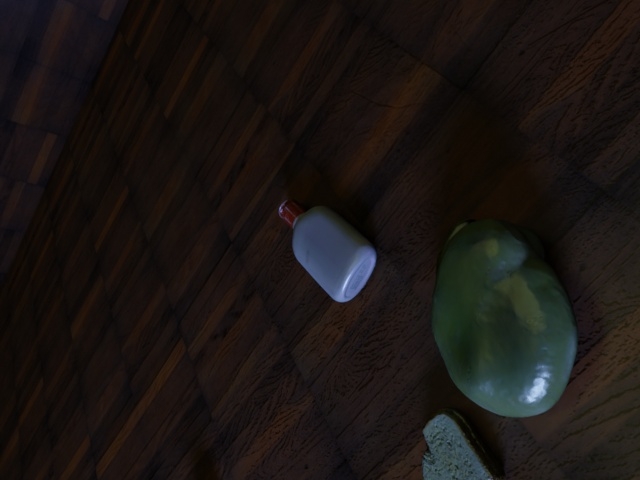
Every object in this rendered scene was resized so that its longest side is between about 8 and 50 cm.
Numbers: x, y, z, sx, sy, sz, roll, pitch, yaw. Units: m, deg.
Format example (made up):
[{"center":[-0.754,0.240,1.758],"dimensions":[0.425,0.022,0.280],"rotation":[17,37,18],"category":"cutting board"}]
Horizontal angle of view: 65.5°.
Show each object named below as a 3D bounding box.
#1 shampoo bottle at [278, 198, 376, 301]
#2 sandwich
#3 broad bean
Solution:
[{"center":[0.000,0.000,0.816],"dimensions":[0.221,0.051,0.108],"rotation":[44,113,42],"category":"shampoo bottle"},{"center":[0.158,0.260,0.597],"dimensions":[0.093,0.035,0.105],"rotation":[-49,49,26],"category":"sandwich"},{"center":[0.196,0.082,0.565],"dimensions":[0.169,0.100,0.228],"rotation":[-39,56,40],"category":"broad bean"}]
